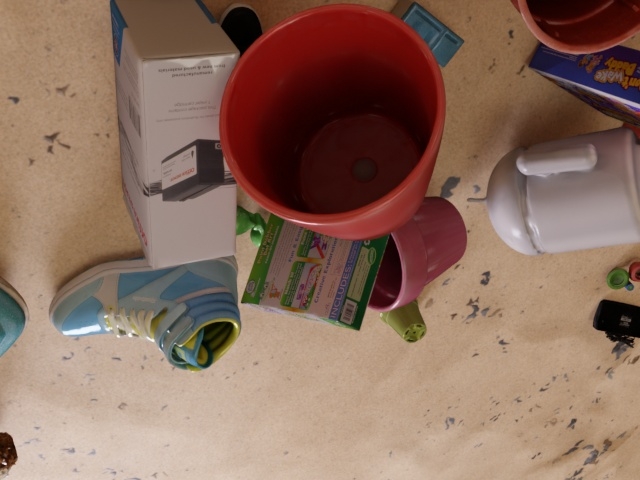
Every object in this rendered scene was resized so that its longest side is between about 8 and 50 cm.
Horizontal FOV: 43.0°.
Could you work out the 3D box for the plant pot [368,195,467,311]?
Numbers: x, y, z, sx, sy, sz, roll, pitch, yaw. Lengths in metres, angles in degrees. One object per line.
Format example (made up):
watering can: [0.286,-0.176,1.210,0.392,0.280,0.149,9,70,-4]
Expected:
plant pot: [0.148,0.005,1.424,0.180,0.201,0.201,-18,131,-32]

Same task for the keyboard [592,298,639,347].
keyboard: [0.699,0.193,1.903,0.192,0.038,0.100,13,94,-30]

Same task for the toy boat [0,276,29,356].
toy boat: [-0.611,0.121,1.190,0.267,0.148,0.318,-39,130,7]

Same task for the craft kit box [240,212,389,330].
craft kit box: [0.000,0.000,1.245,0.061,0.247,0.249,27,77,-39]

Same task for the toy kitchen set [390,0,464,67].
toy kitchen set: [0.139,-0.235,1.247,0.122,0.166,0.207,26,111,-35]

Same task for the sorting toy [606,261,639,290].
sorting toy: [0.676,0.076,1.800,0.102,0.042,0.061,-13,113,0]

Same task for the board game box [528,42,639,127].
board game box: [0.535,-0.230,1.302,0.233,0.347,0.078,19,103,-33]

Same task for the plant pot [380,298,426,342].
plant pot: [0.171,0.159,1.606,0.083,0.079,0.083,-12,127,-16]

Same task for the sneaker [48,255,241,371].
sneaker: [-0.275,0.132,1.294,0.319,0.208,0.127,-17,138,-2]

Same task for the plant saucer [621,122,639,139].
plant saucer: [0.673,-0.130,1.638,0.259,0.047,0.259,6,122,-27]

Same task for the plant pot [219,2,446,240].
plant pot: [0.035,-0.122,1.043,0.275,0.275,0.243,-34,161,2]

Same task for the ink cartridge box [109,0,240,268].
ink cartridge box: [-0.202,-0.152,1.121,0.129,0.223,0.307,-9,127,-20]

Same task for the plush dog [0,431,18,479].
plush dog: [-0.640,0.383,1.379,0.225,0.210,0.262,4,151,-42]

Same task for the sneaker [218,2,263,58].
sneaker: [-0.108,-0.222,1.178,0.079,0.121,0.216,-4,125,-22]

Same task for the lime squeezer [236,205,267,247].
lime squeezer: [-0.129,0.000,1.374,0.310,0.059,0.110,19,114,-34]

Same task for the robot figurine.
robot figurine: [0.446,-0.082,1.425,0.354,0.199,0.300,-9,149,28]

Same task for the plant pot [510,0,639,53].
plant pot: [0.323,-0.434,1.119,0.273,0.265,0.272,-11,127,-16]
